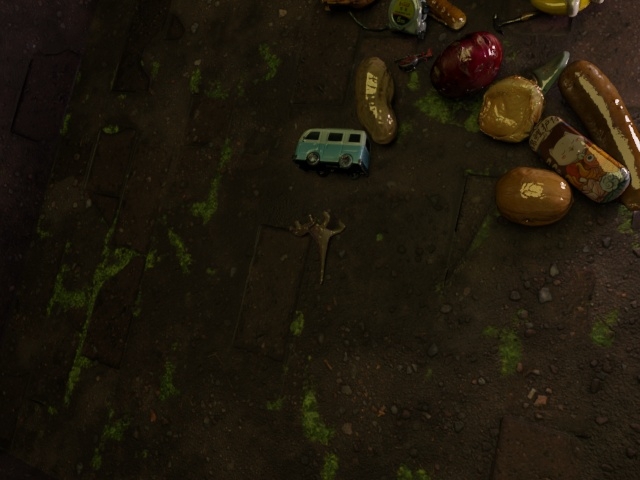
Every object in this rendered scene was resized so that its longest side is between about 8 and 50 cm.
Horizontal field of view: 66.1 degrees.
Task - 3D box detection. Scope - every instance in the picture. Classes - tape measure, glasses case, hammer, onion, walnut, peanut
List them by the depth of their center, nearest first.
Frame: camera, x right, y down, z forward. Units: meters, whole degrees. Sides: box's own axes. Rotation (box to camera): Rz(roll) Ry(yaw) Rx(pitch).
[{"bbox_3d":[0.761,-0.243,1.459,0.321,0.082,0.122,53,131,28],"label":"glasses case"},{"bbox_3d":[0.647,-0.131,1.500,0.225,0.193,0.193,13,86,20],"label":"walnut"},{"bbox_3d":[0.484,-0.572,1.626,0.246,0.246,0.190,-25,82,16],"label":"onion"},{"bbox_3d":[0.697,-0.761,1.684,0.200,0.021,0.078,-6,74,21],"label":"hammer"},{"bbox_3d":[0.204,-0.501,1.781,0.153,0.140,0.326,-8,83,-22],"label":"peanut"},{"bbox_3d":[0.259,-0.864,1.849,0.330,0.084,0.164,30,117,32],"label":"tape measure"}]

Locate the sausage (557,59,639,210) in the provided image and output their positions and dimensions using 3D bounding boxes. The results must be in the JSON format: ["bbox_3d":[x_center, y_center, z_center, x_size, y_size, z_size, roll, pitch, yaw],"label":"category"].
[{"bbox_3d":[0.869,-0.326,1.476,0.136,0.123,0.502,-18,77,-7],"label":"sausage"}]

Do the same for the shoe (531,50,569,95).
[{"bbox_3d":[0.726,-0.534,1.597,0.078,0.079,0.195,28,98,6],"label":"shoe"}]

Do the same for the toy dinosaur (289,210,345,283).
[{"bbox_3d":[0.001,-0.001,1.821,0.200,0.072,0.251,-43,80,21],"label":"toy dinosaur"}]

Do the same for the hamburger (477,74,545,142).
[{"bbox_3d":[0.615,-0.421,1.580,0.213,0.108,0.214,12,112,30],"label":"hamburger"}]

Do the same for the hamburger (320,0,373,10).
[{"bbox_3d":[0.114,-1.044,1.898,0.289,0.170,0.315,19,90,30],"label":"hamburger"}]

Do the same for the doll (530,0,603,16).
[{"bbox_3d":[0.800,-0.841,1.607,0.237,0.111,0.252,-15,72,18],"label":"doll"}]

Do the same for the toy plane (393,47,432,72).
[{"bbox_3d":[0.341,-0.662,1.806,0.145,0.037,0.060,-13,66,24],"label":"toy plane"}]

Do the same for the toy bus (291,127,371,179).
[{"bbox_3d":[0.046,-0.329,1.816,0.271,0.133,0.165,8,78,21],"label":"toy bus"}]

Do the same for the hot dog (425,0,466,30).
[{"bbox_3d":[0.416,-0.868,1.796,0.083,0.068,0.289,-42,67,3],"label":"hot dog"}]
